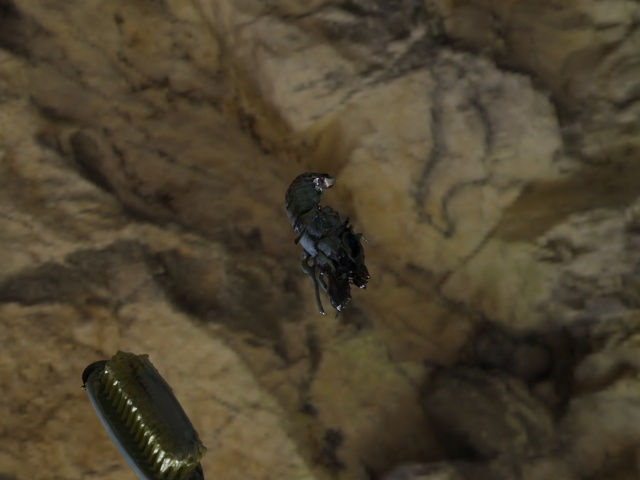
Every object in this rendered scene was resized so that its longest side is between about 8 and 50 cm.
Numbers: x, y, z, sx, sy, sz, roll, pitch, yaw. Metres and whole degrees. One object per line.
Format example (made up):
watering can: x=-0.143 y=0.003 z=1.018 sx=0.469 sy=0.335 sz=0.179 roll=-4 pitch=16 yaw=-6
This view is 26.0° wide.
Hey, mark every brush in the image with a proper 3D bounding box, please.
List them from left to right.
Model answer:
brush: x=-0.111 y=0.194 z=1.163 sx=0.068 sy=0.060 sz=0.297 roll=-8 pitch=-131 yaw=-42

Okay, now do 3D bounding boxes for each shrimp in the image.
shrimp: x=-0.004 y=-0.002 z=1.319 sx=0.076 sy=0.082 sz=0.174 roll=13 pitch=-145 yaw=-30
